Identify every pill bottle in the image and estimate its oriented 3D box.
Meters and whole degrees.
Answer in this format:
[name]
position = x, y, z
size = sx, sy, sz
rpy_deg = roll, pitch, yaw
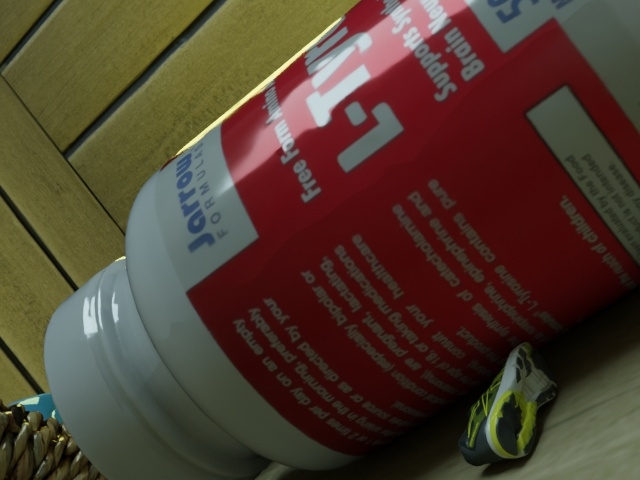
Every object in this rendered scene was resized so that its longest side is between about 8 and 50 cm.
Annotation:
[pill bottle]
position = 0.034, -0.006, 0.521
size = 0.408, 0.229, 0.229
rpy_deg = -37, 3, 17

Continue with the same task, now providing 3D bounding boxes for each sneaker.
[sneaker]
position = 0.090, 0.079, 0.418
size = 0.035, 0.031, 0.083
rpy_deg = -36, 3, 37

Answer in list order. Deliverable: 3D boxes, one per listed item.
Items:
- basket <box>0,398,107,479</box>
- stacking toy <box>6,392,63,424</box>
[basket]
position = -0.255, 0.287, 0.718
size = 0.299, 0.223, 0.213
rpy_deg = -34, 37, 49
[stacking toy]
position = -0.462, 0.390, 1.272
size = 0.302, 0.166, 0.175
rpy_deg = -48, -14, 6
